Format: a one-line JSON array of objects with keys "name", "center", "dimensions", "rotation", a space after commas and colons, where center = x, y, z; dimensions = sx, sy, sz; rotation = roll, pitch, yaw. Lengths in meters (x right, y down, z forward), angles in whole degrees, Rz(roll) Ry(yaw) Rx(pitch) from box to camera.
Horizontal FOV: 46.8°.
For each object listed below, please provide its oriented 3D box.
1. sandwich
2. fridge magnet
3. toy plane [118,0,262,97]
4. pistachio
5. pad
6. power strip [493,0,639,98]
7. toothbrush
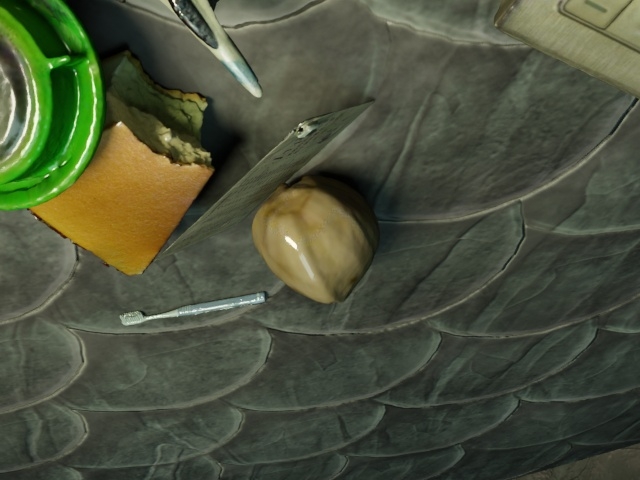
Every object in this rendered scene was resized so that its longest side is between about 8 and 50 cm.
[{"name": "sandwich", "center": [-0.189, -0.070, 0.765], "dimensions": [0.186, 0.108, 0.220], "rotation": [-19, 145, 15]}, {"name": "fridge magnet", "center": [-0.280, -0.125, 0.616], "dimensions": [0.208, 0.088, 0.208], "rotation": [3, 105, 10]}, {"name": "toy plane", "center": [-0.124, -0.221, 0.569], "dimensions": [0.192, 0.088, 0.262], "rotation": [-24, 128, 25]}, {"name": "pistachio", "center": [0.000, 0.000, 0.892], "dimensions": [0.138, 0.153, 0.238], "rotation": [-7, 177, 13]}, {"name": "pad", "center": [-0.061, -0.062, 0.810], "dimensions": [0.265, 0.009, 0.159], "rotation": [-38, 176, 34]}, {"name": "power strip", "center": [0.324, -0.248, 0.647], "dimensions": [0.251, 0.092, 0.257], "rotation": [17, 140, -20]}, {"name": "toothbrush", "center": [-0.189, 0.100, 1.097], "dimensions": [0.219, 0.016, 0.019], "rotation": [-9, 137, 1]}]
